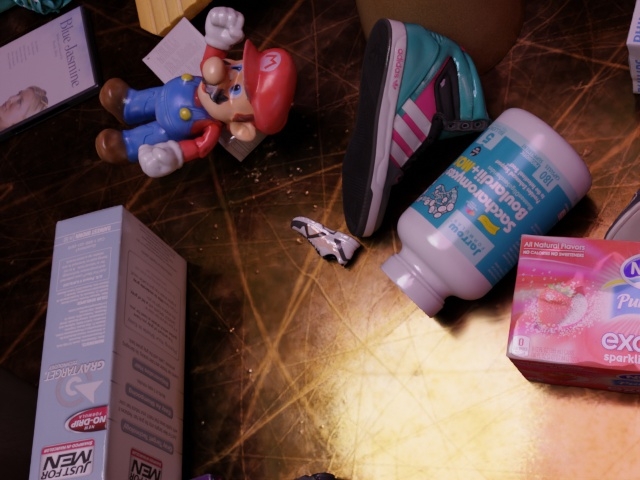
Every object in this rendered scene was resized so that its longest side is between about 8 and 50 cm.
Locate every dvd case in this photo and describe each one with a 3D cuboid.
[{"bbox_3d":[-0.500,-0.284,1.573,0.253,0.022,0.180,-23,65,13],"label":"dvd case"}]

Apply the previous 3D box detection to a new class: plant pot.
[{"bbox_3d":[0.136,-0.369,1.214,0.237,0.254,0.237,-8,68,19],"label":"plant pot"}]

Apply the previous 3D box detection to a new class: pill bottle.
[{"bbox_3d":[0.198,-0.027,1.128,0.264,0.146,0.146,-46,62,2],"label":"pill bottle"}]

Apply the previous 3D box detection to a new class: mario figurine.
[{"bbox_3d":[-0.184,-0.208,1.261,0.320,0.170,0.198,-12,103,26],"label":"mario figurine"}]

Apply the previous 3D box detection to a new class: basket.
[{"bbox_3d":[-0.448,0.262,1.243,0.154,0.227,0.204,7,75,24],"label":"basket"}]

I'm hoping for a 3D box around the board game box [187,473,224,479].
[{"bbox_3d":[-0.270,0.461,1.204,0.347,0.056,0.208,-20,61,15],"label":"board game box"}]

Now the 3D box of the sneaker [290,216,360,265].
[{"bbox_3d":[0.000,0.000,1.259,0.109,0.040,0.044,24,85,28],"label":"sneaker"}]

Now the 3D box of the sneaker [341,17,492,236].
[{"bbox_3d":[0.135,-0.141,1.213,0.124,0.178,0.295,-121,38,-59],"label":"sneaker"}]

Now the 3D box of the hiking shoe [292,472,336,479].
[{"bbox_3d":[-0.068,0.374,1.107,0.227,0.086,0.114,-24,72,-8],"label":"hiking shoe"}]

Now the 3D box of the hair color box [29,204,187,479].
[{"bbox_3d":[-0.271,0.165,1.203,0.113,0.185,0.374,-14,59,17],"label":"hair color box"}]

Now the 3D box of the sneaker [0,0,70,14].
[{"bbox_3d":[-0.503,-0.450,1.592,0.275,0.107,0.110,-15,84,22],"label":"sneaker"}]

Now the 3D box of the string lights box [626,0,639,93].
[{"bbox_3d":[0.509,-0.221,1.077,0.260,0.133,0.077,12,77,25],"label":"string lights box"}]

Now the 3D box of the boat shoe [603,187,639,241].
[{"bbox_3d":[0.426,-0.052,1.105,0.206,0.075,0.065,-43,19,9],"label":"boat shoe"}]

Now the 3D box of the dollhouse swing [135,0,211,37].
[{"bbox_3d":[-0.300,-0.539,1.381,0.347,0.315,0.305,-26,56,42],"label":"dollhouse swing"}]

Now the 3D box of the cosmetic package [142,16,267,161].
[{"bbox_3d":[-0.168,-0.235,1.398,0.099,0.060,0.239,-43,62,2],"label":"cosmetic package"}]

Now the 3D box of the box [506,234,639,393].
[{"bbox_3d":[0.376,0.090,1.016,0.300,0.142,0.154,5,73,23],"label":"box"}]
